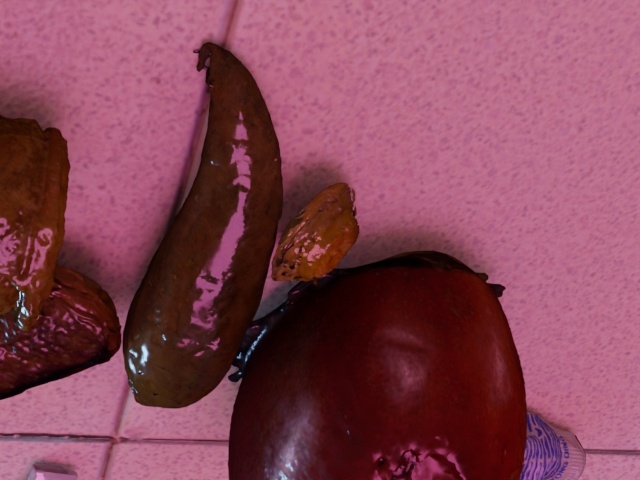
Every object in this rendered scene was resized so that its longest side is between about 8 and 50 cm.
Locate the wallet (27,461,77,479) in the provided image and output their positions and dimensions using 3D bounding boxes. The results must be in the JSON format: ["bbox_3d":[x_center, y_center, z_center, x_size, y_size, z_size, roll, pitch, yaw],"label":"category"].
[{"bbox_3d":[-0.353,0.340,1.279,0.061,0.025,0.122,18,100,-26],"label":"wallet"}]

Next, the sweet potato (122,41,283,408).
[{"bbox_3d":[-0.112,0.011,1.027,0.130,0.130,0.423,7,121,-21],"label":"sweet potato"}]

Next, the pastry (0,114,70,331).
[{"bbox_3d":[-0.286,-0.019,0.904,0.103,0.189,0.189,10,127,-20],"label":"pastry"}]

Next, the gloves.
[{"bbox_3d":[0.272,0.286,1.405,0.229,0.097,0.119,17,94,-22],"label":"gloves"}]

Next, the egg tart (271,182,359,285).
[{"bbox_3d":[0.000,0.000,1.051,0.130,0.052,0.130,-48,166,-16],"label":"egg tart"}]

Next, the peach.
[{"bbox_3d":[0.076,0.214,1.160,0.339,0.353,0.417,4,94,-29],"label":"peach"}]

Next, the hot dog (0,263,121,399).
[{"bbox_3d":[-0.316,0.099,1.053,0.226,0.099,0.161,-20,133,4],"label":"hot dog"}]
